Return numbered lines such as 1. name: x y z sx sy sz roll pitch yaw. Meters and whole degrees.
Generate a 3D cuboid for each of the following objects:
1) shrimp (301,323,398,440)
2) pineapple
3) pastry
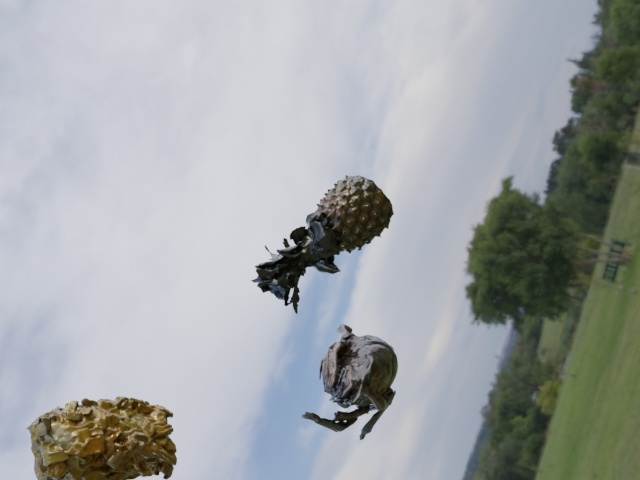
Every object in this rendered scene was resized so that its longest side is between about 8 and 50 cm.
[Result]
1. shrimp: 0.030 0.117 0.559 0.073 0.074 0.190 -54 -4 5
2. pineapple: 0.000 0.000 1.026 0.251 0.125 0.125 -42 -33 -25
3. pastry: -0.336 0.301 1.015 0.102 0.154 0.250 -50 -38 15
